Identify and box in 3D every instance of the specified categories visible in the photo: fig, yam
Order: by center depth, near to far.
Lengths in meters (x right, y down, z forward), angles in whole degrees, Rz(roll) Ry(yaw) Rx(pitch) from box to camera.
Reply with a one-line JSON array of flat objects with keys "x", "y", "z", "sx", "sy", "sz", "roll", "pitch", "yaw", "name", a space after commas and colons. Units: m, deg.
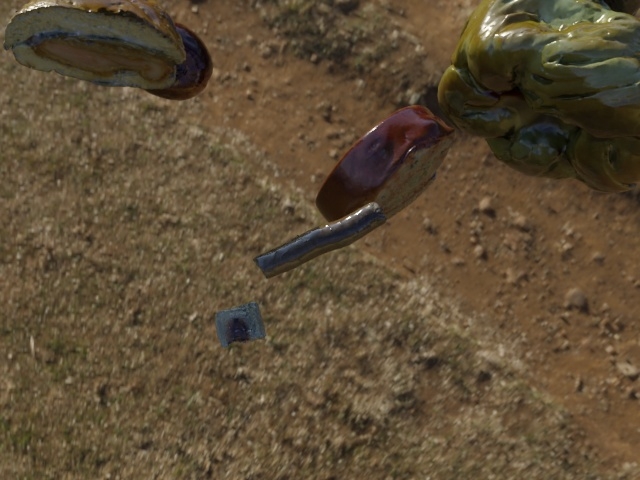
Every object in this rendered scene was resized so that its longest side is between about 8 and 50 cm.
[{"x": 0.000, "y": 0.000, "z": 1.601, "sx": 0.241, "sy": 0.057, "sz": 0.056, "roll": -25, "pitch": 64, "yaw": -1, "name": "yam"}, {"x": -0.324, "y": -0.396, "z": 1.982, "sx": 0.175, "sy": 0.175, "sz": 0.207, "roll": 3, "pitch": 33, "yaw": -16, "name": "fig"}]

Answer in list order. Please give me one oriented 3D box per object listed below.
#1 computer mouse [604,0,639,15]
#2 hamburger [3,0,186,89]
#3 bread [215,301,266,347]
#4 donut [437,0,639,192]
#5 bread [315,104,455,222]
[{"x": 0.471, "y": -0.529, "z": 1.674, "sx": 0.116, "sy": 0.183, "sz": 0.323, "roll": -47, "pitch": 113, "yaw": -17, "name": "computer mouse"}, {"x": -0.428, "y": -0.415, "z": 1.755, "sx": 0.330, "sy": 0.162, "sz": 0.209, "roll": 3, "pitch": 45, "yaw": -24, "name": "hamburger"}, {"x": -0.141, "y": 0.147, "z": 1.621, "sx": 0.083, "sy": 0.035, "sz": 0.070, "roll": -11, "pitch": 88, "yaw": 3, "name": "bread"}, {"x": 0.337, "y": -0.202, "z": 1.291, "sx": 0.360, "sy": 0.360, "sz": 0.170, "roll": 26, "pitch": 74, "yaw": 0, "name": "donut"}, {"x": 0.131, "y": -0.134, "z": 1.898, "sx": 0.295, "sy": 0.327, "sz": 0.114, "roll": -34, "pitch": 77, "yaw": -23, "name": "bread"}]
